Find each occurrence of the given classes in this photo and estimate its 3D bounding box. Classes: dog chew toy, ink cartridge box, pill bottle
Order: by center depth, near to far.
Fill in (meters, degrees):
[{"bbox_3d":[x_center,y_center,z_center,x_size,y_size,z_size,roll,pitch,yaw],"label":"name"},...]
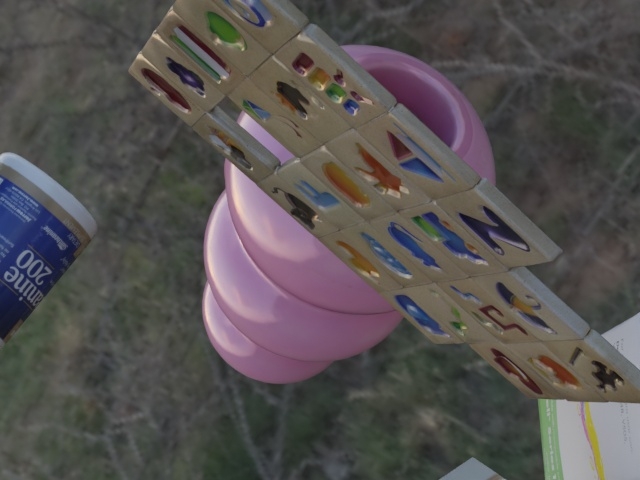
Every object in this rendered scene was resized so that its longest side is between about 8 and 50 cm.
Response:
[{"bbox_3d":[-0.179,0.018,0.747,0.120,0.067,0.067,-52,29,-13],"label":"pill bottle"},{"bbox_3d":[0.304,0.125,1.046,0.353,0.207,0.119,113,156,-75],"label":"ink cartridge box"},{"bbox_3d":[0.000,0.000,1.131,0.332,0.207,0.206,123,157,-48],"label":"dog chew toy"}]

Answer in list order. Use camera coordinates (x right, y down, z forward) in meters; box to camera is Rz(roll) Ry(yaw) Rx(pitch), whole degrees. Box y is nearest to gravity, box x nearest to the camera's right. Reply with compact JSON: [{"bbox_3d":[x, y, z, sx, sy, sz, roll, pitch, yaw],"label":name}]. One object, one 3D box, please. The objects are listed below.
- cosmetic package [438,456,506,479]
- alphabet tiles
[{"bbox_3d":[0.085,0.215,1.033,0.115,0.060,0.041,-30,35,-23],"label":"cosmetic package"},{"bbox_3d":[0.027,-0.012,0.580,0.009,0.237,0.198,-51,9,-14],"label":"alphabet tiles"}]
